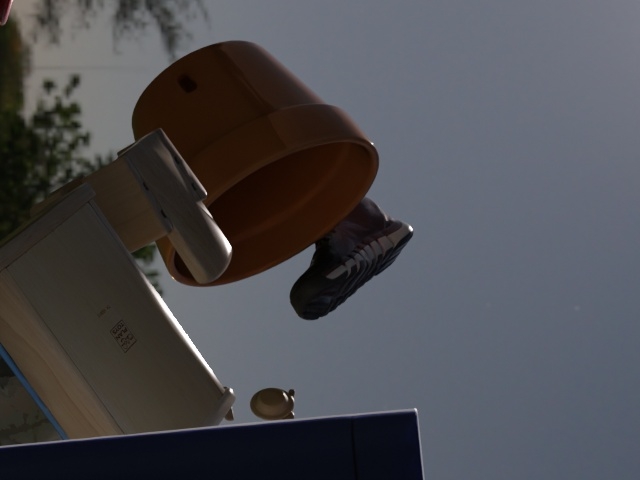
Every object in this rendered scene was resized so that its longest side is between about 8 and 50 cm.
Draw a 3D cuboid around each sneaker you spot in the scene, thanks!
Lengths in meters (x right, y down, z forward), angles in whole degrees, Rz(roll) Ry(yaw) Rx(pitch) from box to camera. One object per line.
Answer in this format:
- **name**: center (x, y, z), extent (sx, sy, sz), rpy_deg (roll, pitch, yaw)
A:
- **sneaker**: center (0.000, 0.000, 1.592), extent (0.162, 0.281, 0.106), rpy_deg (43, -58, 11)

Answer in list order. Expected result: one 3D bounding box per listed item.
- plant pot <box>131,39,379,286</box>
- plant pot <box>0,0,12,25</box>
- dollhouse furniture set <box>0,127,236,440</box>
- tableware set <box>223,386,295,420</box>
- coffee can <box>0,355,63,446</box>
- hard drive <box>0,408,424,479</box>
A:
- **plant pot**: center (-0.100, -0.108, 1.431), extent (0.203, 0.291, 0.291), rpy_deg (59, -27, 21)
- **plant pot**: center (-0.343, -0.306, 1.036), extent (0.191, 0.174, 0.191), rpy_deg (-167, -90, -75)
- **dollhouse furniture set**: center (-0.239, 0.103, 0.907), extent (0.198, 0.303, 0.286), rpy_deg (58, 30, -12)
- **tableware set**: center (-0.098, 0.227, 1.411), extent (0.141, 0.168, 0.020), rpy_deg (-90, 180, -51)
- **coffee can**: center (-0.348, 0.224, 1.223), extent (0.275, 0.201, 0.201), rpy_deg (108, -26, -42)
- **hard drive**: center (-0.103, 0.199, 0.541), extent (0.040, 0.318, 0.210), rpy_deg (45, 39, -83)
